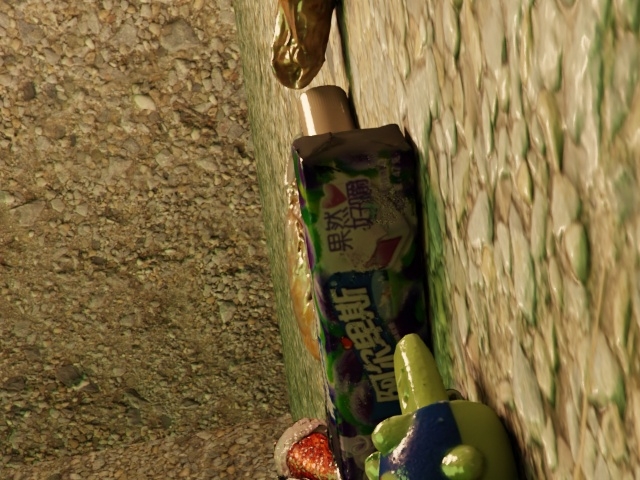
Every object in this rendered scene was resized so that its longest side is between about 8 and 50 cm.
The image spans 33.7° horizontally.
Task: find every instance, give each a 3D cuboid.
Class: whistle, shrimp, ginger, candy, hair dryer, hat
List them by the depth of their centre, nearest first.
[{"bbox_3d":[0.078,0.151,0.647,0.105,0.085,0.227,98,163,-44],"label":"whistle"},{"bbox_3d":[0.039,0.059,0.843,0.061,0.088,0.312,-119,19,-60],"label":"candy"},{"bbox_3d":[-0.015,-0.265,0.954,0.122,0.084,0.290,50,154,32],"label":"ginger"},{"bbox_3d":[0.028,-0.022,1.085,0.220,0.054,0.195,76,-178,-63],"label":"hair dryer"},{"bbox_3d":[0.000,0.000,1.323,0.164,0.062,0.316,141,127,-62],"label":"shrimp"},{"bbox_3d":[0.015,0.374,1.736,0.140,0.129,0.227,39,168,-20],"label":"hat"}]

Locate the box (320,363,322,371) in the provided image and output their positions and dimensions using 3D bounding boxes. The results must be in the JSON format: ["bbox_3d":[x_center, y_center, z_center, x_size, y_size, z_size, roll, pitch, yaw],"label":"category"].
[{"bbox_3d":[0.049,0.247,1.325,0.335,0.047,0.187,-115,16,-67],"label":"box"}]

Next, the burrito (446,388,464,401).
[{"bbox_3d":[0.084,0.151,0.790,0.118,0.044,0.074,102,160,-71],"label":"burrito"}]
